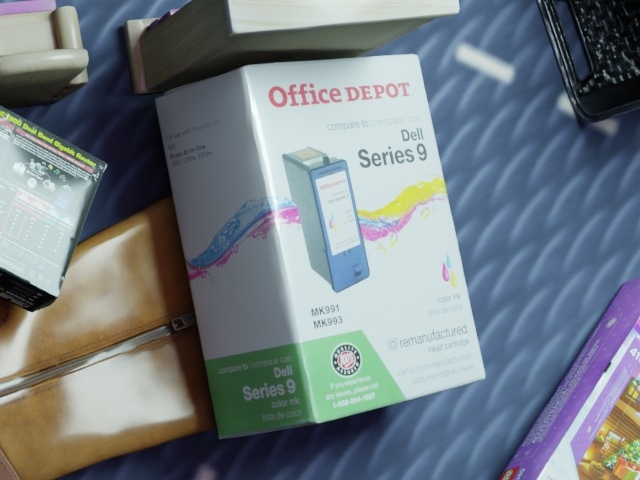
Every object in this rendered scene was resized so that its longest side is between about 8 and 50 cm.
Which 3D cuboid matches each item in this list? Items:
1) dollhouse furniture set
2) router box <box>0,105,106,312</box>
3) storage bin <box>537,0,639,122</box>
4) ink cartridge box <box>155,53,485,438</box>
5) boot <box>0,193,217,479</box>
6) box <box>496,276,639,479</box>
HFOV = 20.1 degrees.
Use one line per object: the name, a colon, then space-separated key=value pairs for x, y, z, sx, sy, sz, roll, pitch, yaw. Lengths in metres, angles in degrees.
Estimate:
dollhouse furniture set: x=-0.087 y=-0.250 z=1.059 sx=0.286 sy=0.198 sz=0.303 roll=-8 pitch=87 yaw=-22
router box: x=-0.191 y=-0.028 z=1.012 sx=0.122 sy=0.038 sz=0.092 roll=30 pitch=60 yaw=-23
storage bin: x=0.228 y=-0.156 z=1.180 sx=0.084 sy=0.180 sz=0.122 roll=-20 pitch=91 yaw=-21
ink cartridge box: x=0.000 y=0.000 z=1.097 sx=0.154 sy=0.093 sz=0.212 roll=-8 pitch=84 yaw=-44
boot: x=-0.195 y=0.030 z=1.043 sx=0.280 sy=0.096 sz=0.264 roll=-24 pitch=87 yaw=-25
box: x=0.270 y=0.190 z=1.207 sx=0.293 sy=0.057 sz=0.201 roll=44 pitch=60 yaw=-11
